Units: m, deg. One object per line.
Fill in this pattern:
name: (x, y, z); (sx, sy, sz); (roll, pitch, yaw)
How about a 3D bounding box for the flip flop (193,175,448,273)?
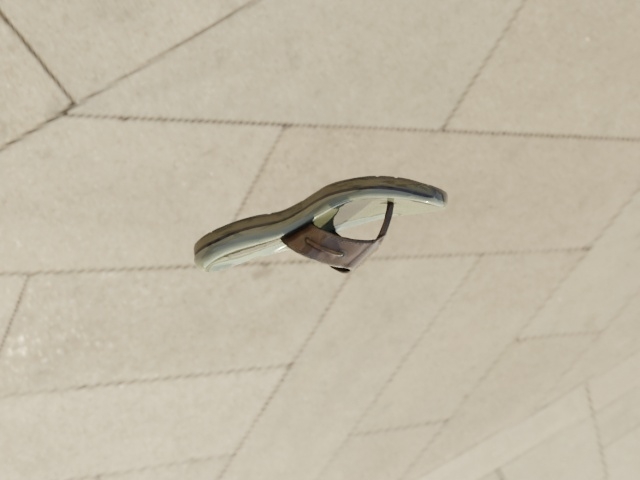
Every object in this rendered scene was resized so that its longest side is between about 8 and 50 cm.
flip flop: (0.000, 0.000, 1.113); (0.277, 0.080, 0.112); (-17, 165, 18)
